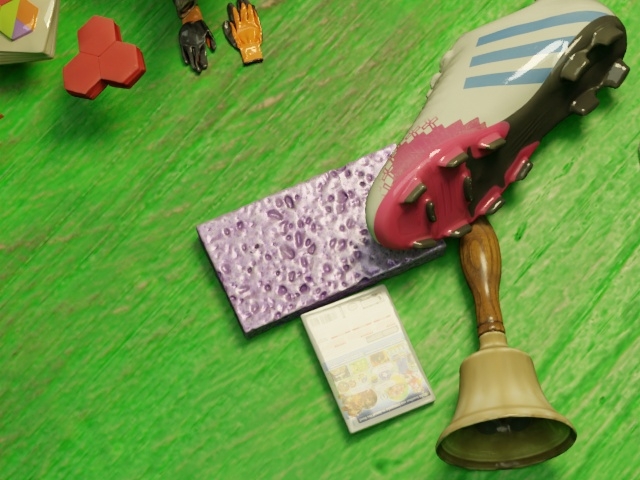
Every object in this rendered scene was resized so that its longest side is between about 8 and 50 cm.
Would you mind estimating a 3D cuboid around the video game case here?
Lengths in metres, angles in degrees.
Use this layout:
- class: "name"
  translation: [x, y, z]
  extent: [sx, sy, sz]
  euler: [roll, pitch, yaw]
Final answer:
- class: "video game case"
  translation: [0.044, 0.110, 1.530]
  extent: [0.087, 0.011, 0.122]
  euler: [-20, 74, -12]

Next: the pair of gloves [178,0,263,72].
- class: "pair of gloves"
  translation: [-0.100, -0.205, 1.633]
  extent: [0.083, 0.010, 0.074]
  euler: [-10, 74, 0]

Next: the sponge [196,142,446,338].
- class: "sponge"
  translation: [0.000, 0.000, 1.558]
  extent: [0.210, 0.031, 0.117]
  euler: [-23, 74, -5]

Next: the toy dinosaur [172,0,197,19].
- class: "toy dinosaur"
  translation: [-0.134, -0.341, 1.576]
  extent: [0.127, 0.200, 0.295]
  euler: [-25, 74, -6]

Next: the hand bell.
- class: "hand bell"
  translation: [0.155, 0.077, 1.511]
  extent: [0.126, 0.126, 0.242]
  euler: [-5, 60, 0]

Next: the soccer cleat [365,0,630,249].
- class: "soccer cleat"
  translation: [0.145, -0.119, 1.552]
  extent: [0.331, 0.116, 0.143]
  euler: [-40, 50, -18]

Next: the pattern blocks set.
- class: "pattern blocks set"
  translation: [-0.326, -0.238, 1.594]
  extent: [0.325, 0.026, 0.285]
  euler: [-11, 71, 17]
